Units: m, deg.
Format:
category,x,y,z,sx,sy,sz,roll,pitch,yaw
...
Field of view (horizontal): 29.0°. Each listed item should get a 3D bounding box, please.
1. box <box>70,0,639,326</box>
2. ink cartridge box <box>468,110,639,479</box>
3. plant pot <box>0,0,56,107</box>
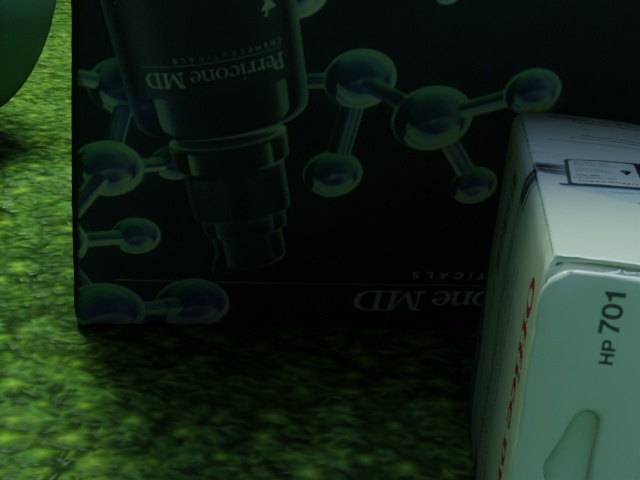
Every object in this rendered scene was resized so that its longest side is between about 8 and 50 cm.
category,x,y,z,sx,sy,sz,roll,pitch,yaw
box,0.029,-0.162,0.592,0.293,0.396,0.212,0,45,-10
ink cartridge box,0.104,0.043,0.465,0.082,0.140,0.191,7,19,1
plant pot,-0.330,-0.195,0.865,0.293,0.293,0.235,22,10,41
